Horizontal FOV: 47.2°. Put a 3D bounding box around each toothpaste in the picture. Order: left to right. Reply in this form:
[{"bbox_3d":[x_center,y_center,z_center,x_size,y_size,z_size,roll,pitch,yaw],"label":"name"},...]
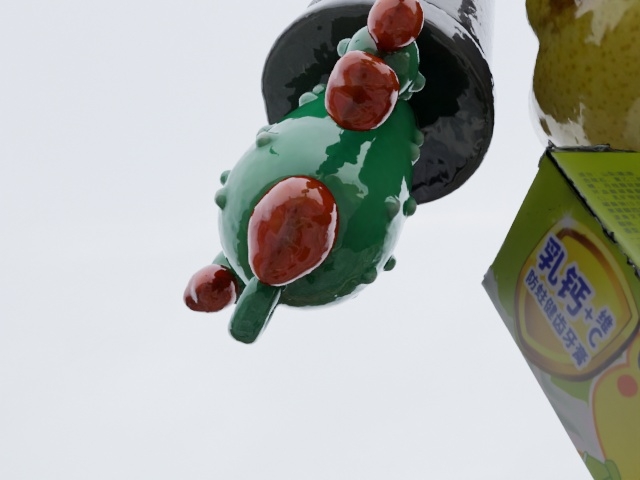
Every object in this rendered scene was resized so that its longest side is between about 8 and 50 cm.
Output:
[{"bbox_3d":[0.187,0.091,0.339,0.077,0.327,0.110,-2,-48,-18],"label":"toothpaste"}]

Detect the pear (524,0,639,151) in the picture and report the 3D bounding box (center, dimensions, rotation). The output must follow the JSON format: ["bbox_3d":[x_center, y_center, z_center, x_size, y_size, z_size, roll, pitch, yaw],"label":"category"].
[{"bbox_3d":[0.304,-0.150,0.529,0.314,0.314,0.314,3,-43,2],"label":"pear"}]

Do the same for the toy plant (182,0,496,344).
[{"bbox_3d":[0.025,-0.079,0.556,0.279,0.400,0.185,-25,-60,39],"label":"toy plant"}]
